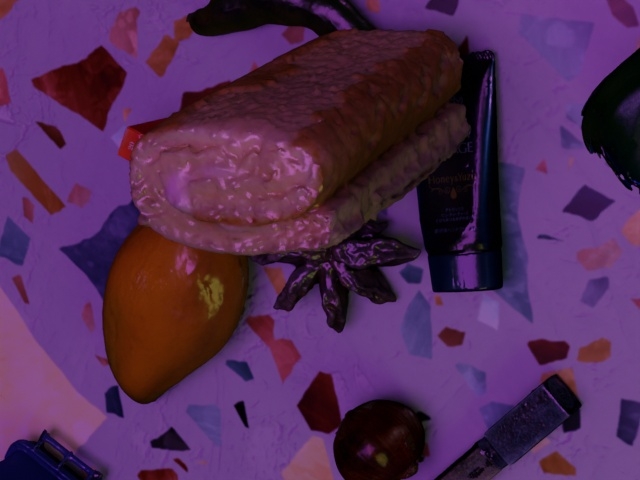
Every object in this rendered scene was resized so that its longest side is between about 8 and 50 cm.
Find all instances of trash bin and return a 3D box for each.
[{"bbox_3d":[-0.407,0.371,2.126,0.162,0.234,0.184,35,113,16],"label":"trash bin"}]

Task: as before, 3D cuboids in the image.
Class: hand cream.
[{"bbox_3d":[0.157,-0.077,1.880,0.120,0.061,0.271,-4,91,31],"label":"hand cream"}]

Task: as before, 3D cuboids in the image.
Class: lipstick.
[{"bbox_3d":[0.179,0.273,1.940,0.051,0.051,0.312,49,118,8],"label":"lipstick"}]

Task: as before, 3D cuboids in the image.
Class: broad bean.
[{"bbox_3d":[-0.023,-0.235,1.927,0.292,0.049,0.144,34,117,14],"label":"broad bean"}]

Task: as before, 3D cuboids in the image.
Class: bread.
[{"bbox_3d":[-0.017,-0.104,1.729,0.236,0.375,0.165,1,112,27],"label":"bread"}]

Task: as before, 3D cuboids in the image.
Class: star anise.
[{"bbox_3d":[-0.001,0.000,1.943,0.231,0.089,0.209,25,103,6],"label":"star anise"}]

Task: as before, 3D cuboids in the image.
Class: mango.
[{"bbox_3d":[-0.185,0.076,2.036,0.176,0.119,0.317,36,122,12],"label":"mango"}]

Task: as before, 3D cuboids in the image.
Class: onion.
[{"bbox_3d":[0.069,0.246,1.954,0.118,0.118,0.117,28,107,17],"label":"onion"}]

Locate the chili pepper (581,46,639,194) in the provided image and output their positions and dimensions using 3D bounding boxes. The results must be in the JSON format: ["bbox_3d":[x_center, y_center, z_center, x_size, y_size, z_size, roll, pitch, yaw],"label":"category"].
[{"bbox_3d":[0.412,-0.115,1.661,0.256,0.233,0.248,-39,99,18],"label":"chili pepper"}]

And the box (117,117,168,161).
[{"bbox_3d":[-0.154,-0.096,1.988,0.152,0.100,0.048,25,107,19],"label":"box"}]
